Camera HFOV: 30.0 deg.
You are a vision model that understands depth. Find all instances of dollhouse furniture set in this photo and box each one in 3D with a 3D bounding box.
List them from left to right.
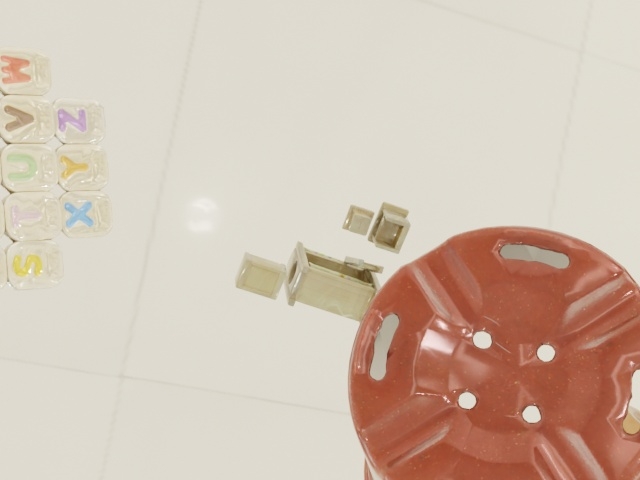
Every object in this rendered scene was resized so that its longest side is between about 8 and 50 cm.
[{"bbox_3d":[0.000,0.000,1.550,0.182,0.101,0.161,19,107,-13],"label":"dollhouse furniture set"}]

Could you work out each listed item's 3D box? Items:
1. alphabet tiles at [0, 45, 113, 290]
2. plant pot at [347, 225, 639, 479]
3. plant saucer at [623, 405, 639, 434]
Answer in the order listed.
[{"bbox_3d":[-0.368,-0.082,1.368,0.278,0.021,0.284,-3,88,-35],"label":"alphabet tiles"},{"bbox_3d":[0.140,0.130,0.843,0.272,0.265,0.272,-5,65,11],"label":"plant pot"},{"bbox_3d":[0.461,0.282,1.598,0.200,0.200,0.037,30,101,-21],"label":"plant saucer"}]
